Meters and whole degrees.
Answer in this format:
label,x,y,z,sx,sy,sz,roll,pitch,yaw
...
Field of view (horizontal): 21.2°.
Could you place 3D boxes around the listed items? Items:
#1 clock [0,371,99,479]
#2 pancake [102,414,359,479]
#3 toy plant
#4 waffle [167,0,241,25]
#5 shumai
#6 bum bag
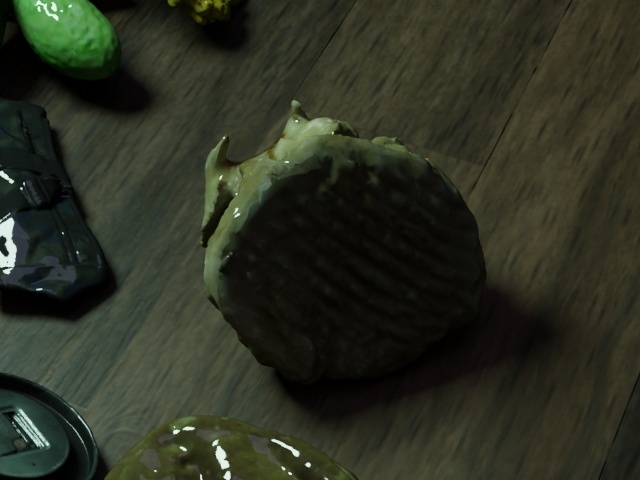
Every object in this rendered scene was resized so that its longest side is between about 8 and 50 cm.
label,x,y,z,sx,sy,sz,roll,pitch,yaw
clock,-0.303,0.196,1.631,0.184,0.040,0.184,21,28,-11
pancake,-0.086,0.283,1.600,0.294,0.049,0.294,0,48,0
toy plant,-0.398,-0.345,2.047,0.317,0.210,0.356,18,48,-26
waffle,-0.191,-0.371,2.117,0.243,0.059,0.237,28,29,-36
shumai,0.000,0.000,1.807,0.314,0.267,0.262,16,9,-25
bum bag,-0.334,-0.047,1.884,0.137,0.074,0.310,-11,50,-21
